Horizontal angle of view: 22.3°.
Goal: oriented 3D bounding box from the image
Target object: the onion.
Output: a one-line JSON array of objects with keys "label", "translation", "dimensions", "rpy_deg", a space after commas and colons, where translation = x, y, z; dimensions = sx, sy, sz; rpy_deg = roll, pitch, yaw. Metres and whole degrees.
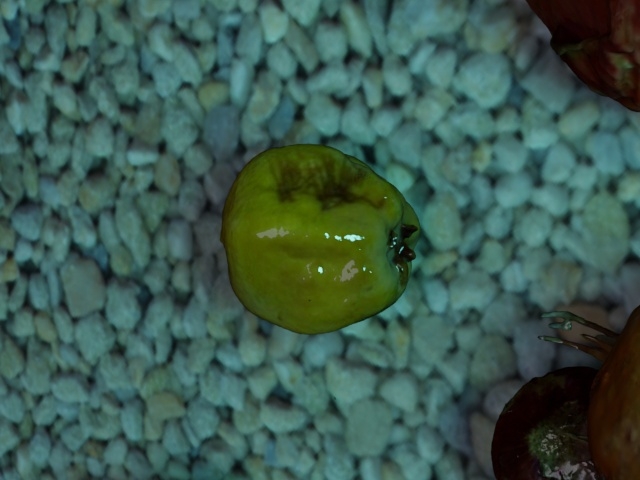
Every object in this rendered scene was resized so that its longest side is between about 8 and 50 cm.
[{"label": "onion", "translation": [0.160, 0.133, 1.011], "dimensions": [0.107, 0.097, 0.107], "rpy_deg": [-4, 62, 7]}]

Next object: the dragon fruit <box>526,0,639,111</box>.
[{"label": "dragon fruit", "translation": [0.191, -0.133, 0.860], "dimensions": [0.329, 0.228, 0.286], "rpy_deg": [2, 101, 33]}]

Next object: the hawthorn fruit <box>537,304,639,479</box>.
[{"label": "hawthorn fruit", "translation": [0.239, 0.102, 0.883], "dimensions": [0.299, 0.211, 0.211], "rpy_deg": [35, 116, 35]}]

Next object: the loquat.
[{"label": "loquat", "translation": [0.000, 0.000, 1.090], "dimensions": [0.137, 0.113, 0.137], "rpy_deg": [0, 89, 15]}]
